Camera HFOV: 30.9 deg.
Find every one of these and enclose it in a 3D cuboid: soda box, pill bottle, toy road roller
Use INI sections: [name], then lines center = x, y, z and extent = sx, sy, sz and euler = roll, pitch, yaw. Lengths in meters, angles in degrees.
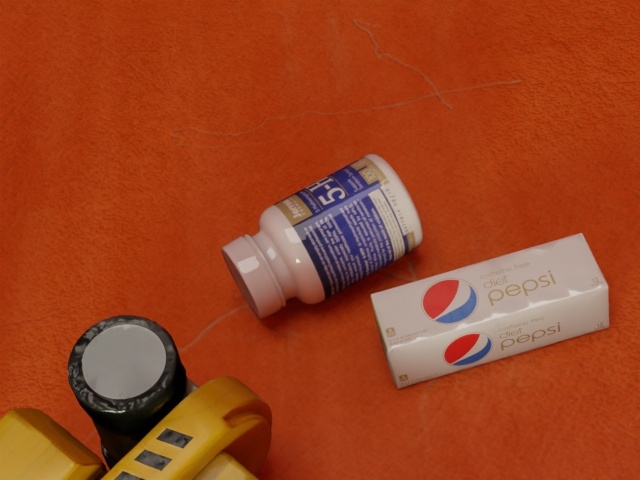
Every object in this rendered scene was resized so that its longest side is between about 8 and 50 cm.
[soda box]
center = 0.162, 0.068, 1.110
extent = 0.216, 0.069, 0.074
euler = -17, 48, 1
[pill bottle]
center = 0.000, 0.000, 1.183
extent = 0.187, 0.112, 0.112
euler = -29, 49, -11
[toy road roller]
center = -0.164, 0.247, 0.960
extent = 0.240, 0.202, 0.329
euler = 35, 64, 23
